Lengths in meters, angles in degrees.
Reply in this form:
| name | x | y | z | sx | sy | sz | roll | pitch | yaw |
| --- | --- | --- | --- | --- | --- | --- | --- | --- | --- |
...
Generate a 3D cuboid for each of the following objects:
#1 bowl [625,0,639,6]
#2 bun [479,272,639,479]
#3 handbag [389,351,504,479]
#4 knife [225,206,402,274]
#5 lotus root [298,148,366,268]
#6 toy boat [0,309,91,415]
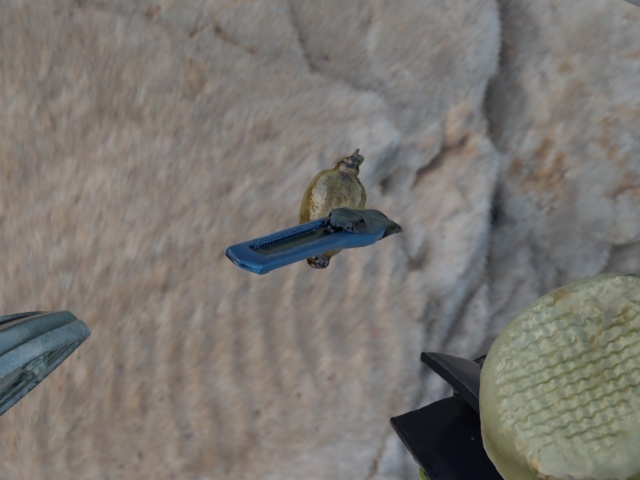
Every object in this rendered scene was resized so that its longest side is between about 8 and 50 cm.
| name | x | y | z | sx | sy | sz | roll | pitch | yaw |
| --- | --- | --- | --- | --- | --- | --- | --- | --- | --- |
| bowl | 0.265 | -0.274 | 1.361 | 0.189 | 0.086 | 0.189 | 6 | 80 | -40 |
| bun | 0.094 | 0.054 | 0.518 | 0.086 | 0.055 | 0.086 | -14 | 51 | 18 |
| handbag | 0.242 | 0.222 | 1.319 | 0.303 | 0.329 | 0.122 | 16 | 108 | -30 |
| knife | 0.001 | -0.002 | 1.244 | 0.044 | 0.296 | 0.026 | 35 | 108 | 14 |
| lotus root | 0.014 | -0.040 | 1.862 | 0.072 | 0.063 | 0.152 | 21 | 110 | -6 |
| toy boat | -0.260 | 0.138 | 0.885 | 0.319 | 0.141 | 0.092 | -37 | 83 | -19 |
